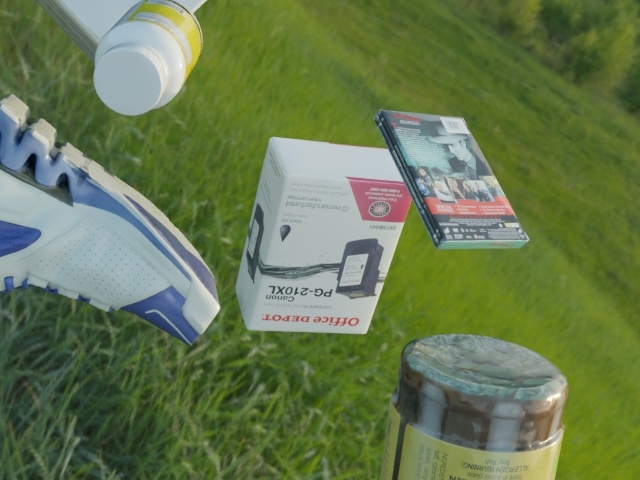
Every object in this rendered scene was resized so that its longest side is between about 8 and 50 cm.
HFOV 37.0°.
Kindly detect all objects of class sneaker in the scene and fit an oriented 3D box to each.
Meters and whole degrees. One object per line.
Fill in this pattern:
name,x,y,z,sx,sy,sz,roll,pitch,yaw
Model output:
sneaker,-0.256,0.007,0.865,0.315,0.182,0.127,41,4,-13

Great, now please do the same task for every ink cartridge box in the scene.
ink cartridge box,0.000,0.000,1.225,0.171,0.237,0.100,4,33,-19

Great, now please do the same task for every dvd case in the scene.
dvd case,0.096,-0.045,0.706,0.087,0.013,0.119,-1,57,-37

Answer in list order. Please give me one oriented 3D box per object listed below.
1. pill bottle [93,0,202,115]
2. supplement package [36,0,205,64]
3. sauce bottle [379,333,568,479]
pill bottle,-0.126,-0.132,0.693,0.065,0.065,0.116,24,26,-8
supplement package,-0.173,-0.319,0.929,0.204,0.262,0.145,47,-10,-17
sauce bottle,0.082,0.235,0.633,0.111,0.345,0.111,7,17,-2
